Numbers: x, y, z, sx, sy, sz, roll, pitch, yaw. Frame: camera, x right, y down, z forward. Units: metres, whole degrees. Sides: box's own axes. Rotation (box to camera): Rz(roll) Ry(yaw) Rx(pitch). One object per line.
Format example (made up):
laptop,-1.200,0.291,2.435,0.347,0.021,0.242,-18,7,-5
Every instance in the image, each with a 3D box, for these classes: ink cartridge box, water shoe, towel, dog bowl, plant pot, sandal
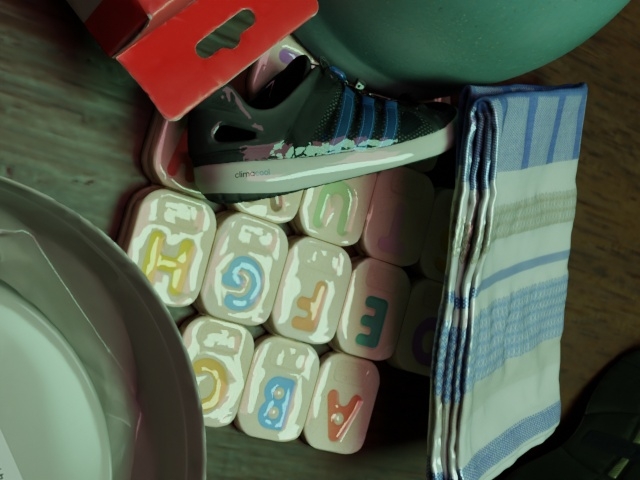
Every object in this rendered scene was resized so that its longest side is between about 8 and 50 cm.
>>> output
ink cartridge box,-0.095,-0.196,0.574,0.134,0.078,0.231,-42,102,-25
water shoe,0.011,-0.080,0.677,0.203,0.073,0.080,-17,101,-35
towel,0.143,0.030,0.777,0.209,0.034,0.285,-13,110,-56
dog bowl,-0.231,0.128,0.532,0.349,0.102,0.348,-5,99,-36
plant pot,0.119,-0.239,0.675,0.293,0.196,0.293,-3,95,-36
sandal,0.232,0.206,0.870,0.303,0.120,0.086,-39,130,-26

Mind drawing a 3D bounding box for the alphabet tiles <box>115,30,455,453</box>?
alphabet tiles,0.000,0.000,0.733,0.284,0.021,0.278,19,84,-36
